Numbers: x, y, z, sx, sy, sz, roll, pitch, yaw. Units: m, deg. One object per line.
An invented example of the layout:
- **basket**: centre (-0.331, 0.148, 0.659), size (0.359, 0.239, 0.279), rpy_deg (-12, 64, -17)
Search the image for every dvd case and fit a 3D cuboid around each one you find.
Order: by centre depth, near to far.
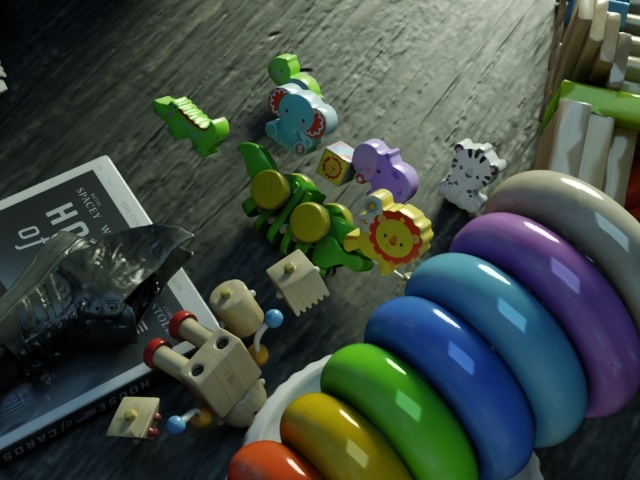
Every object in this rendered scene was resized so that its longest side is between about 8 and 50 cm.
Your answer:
- **dvd case**: centre (-0.212, 0.056, 0.801), size (0.239, 0.029, 0.179), rpy_deg (-27, 64, -19)

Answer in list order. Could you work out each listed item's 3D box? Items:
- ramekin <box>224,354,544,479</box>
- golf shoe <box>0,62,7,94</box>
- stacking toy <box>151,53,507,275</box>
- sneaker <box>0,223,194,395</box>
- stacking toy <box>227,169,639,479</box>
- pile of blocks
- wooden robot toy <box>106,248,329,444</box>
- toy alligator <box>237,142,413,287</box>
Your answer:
- **ramekin**: centre (0.040, 0.162, 0.706), size (0.207, 0.109, 0.207), rpy_deg (2, 57, -4)
- **golf shoe**: centre (-0.288, -0.143, 0.910), size (0.086, 0.067, 0.186), rpy_deg (31, 37, -33)
- **stacking toy**: centre (0.014, -0.070, 0.840), size (0.221, 0.052, 0.167), rpy_deg (33, 31, 17)
- **sneaker**: centre (-0.159, 0.050, 0.761), size (0.089, 0.051, 0.170), rpy_deg (20, 55, 13)
- **stacking toy**: centre (0.037, 0.105, 0.605), size (0.330, 0.141, 0.141), rpy_deg (-37, 67, -19)
- **pile of blocks**: centre (0.239, -0.143, 0.890), size (0.113, 0.149, 0.362), rpy_deg (12, 57, 4)
- **wooden robot toy**: centre (-0.061, 0.087, 0.771), size (0.076, 0.079, 0.173), rpy_deg (25, 64, 44)
- **toy alligator**: centre (0.000, 0.000, 0.843), size (0.190, 0.056, 0.051), rpy_deg (40, 105, 18)
